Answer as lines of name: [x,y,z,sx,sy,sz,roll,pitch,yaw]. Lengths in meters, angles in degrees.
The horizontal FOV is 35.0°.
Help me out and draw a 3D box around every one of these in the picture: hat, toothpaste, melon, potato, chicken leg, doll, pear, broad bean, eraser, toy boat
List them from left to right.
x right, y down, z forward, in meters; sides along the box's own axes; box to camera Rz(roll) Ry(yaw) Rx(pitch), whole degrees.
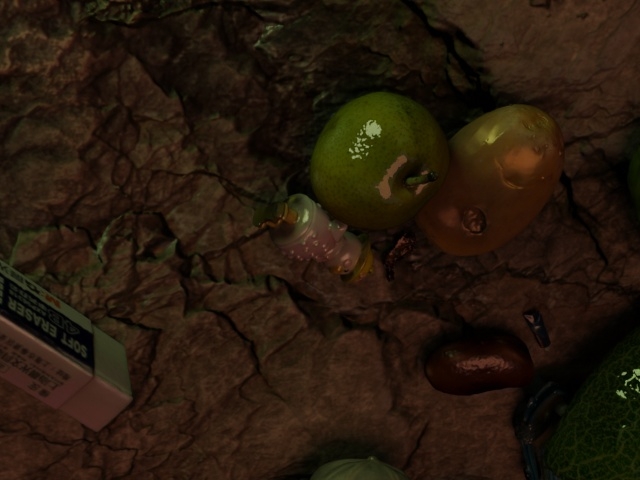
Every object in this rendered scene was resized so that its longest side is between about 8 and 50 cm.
eraser: [-0.373,0.120,1.304,0.086,0.130,0.287,-42,122,13]
doll: [0.000,0.000,1.361,0.129,0.081,0.207,-17,144,43]
hat: [0.035,0.439,1.595,0.232,0.161,0.275,23,134,-27]
pear: [0.083,-0.088,1.259,0.180,0.216,0.166,-42,124,-3]
chicken leg: [0.107,0.021,1.442,0.036,0.021,0.083,17,114,-34]
broad bean: [0.238,0.188,1.538,0.165,0.084,0.114,-13,124,-1]
potato: [0.227,-0.077,1.353,0.150,0.146,0.234,47,120,10]
toothpaste: [0.340,0.141,1.577,0.027,0.019,0.083,-15,124,22]
toy boat: [0.377,0.320,1.643,0.109,0.098,0.238,-18,122,-8]
melon: [0.558,0.256,1.559,0.226,0.331,0.344,2,108,-66]

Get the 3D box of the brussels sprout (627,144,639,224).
brussels sprout: [0.549,-0.048,1.427,0.219,0.210,0.271,-8,136,-5]
